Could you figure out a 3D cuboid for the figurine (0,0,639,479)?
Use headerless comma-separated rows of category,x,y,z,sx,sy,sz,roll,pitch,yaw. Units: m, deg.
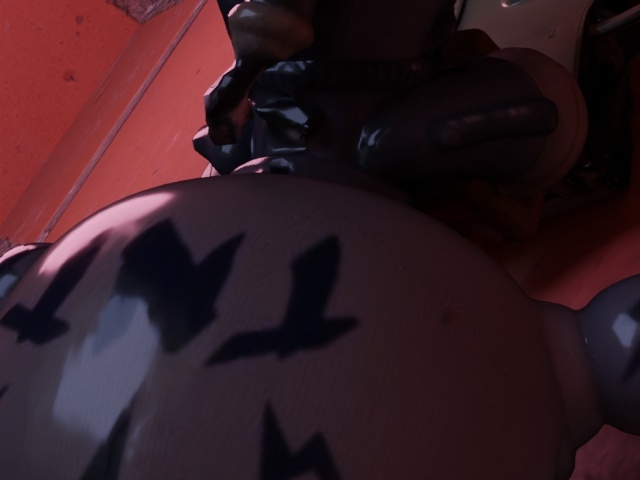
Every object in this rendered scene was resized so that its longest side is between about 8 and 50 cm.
figurine,-0.002,0.001,0.451,0.261,0.186,0.382,-5,61,38

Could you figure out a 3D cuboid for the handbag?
handbag,0.090,-0.080,0.647,0.315,0.109,0.241,-22,35,37
